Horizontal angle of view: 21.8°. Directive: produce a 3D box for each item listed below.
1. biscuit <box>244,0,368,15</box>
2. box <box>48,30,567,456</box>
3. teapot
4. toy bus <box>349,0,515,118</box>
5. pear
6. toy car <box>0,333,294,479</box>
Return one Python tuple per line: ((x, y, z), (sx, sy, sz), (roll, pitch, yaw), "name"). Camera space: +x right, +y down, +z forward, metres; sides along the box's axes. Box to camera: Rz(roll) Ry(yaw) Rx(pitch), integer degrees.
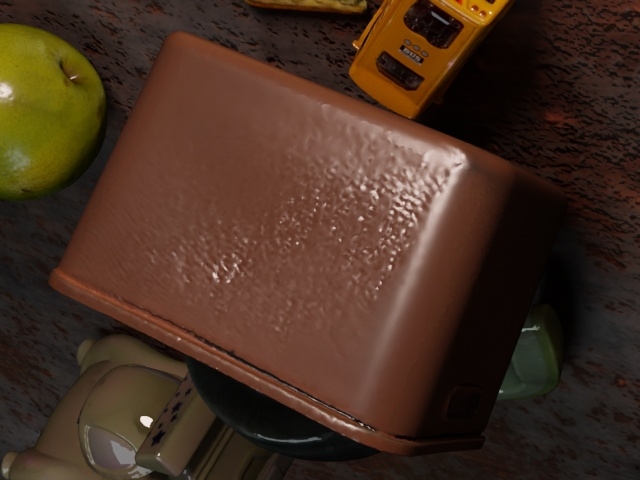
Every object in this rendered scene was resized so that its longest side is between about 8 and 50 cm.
((-0.058, -0.253, 1.281), (0.139, 0.016, 0.231), (10, 152, 37), "biscuit")
((0.000, 0.000, 1.336), (0.339, 0.229, 0.239), (24, -177, 24), "box")
((0.055, 0.085, 1.579), (0.239, 0.321, 0.239), (67, -170, 27), "teapot")
((0.079, -0.156, 1.241), (0.083, 0.088, 0.194), (34, 152, -1), "toy bus")
((-0.311, -0.108, 1.616), (0.216, 0.166, 0.180), (-38, 134, 22), "pear")
((-0.220, 0.232, 2.005), (0.336, 0.242, 0.226), (10, 146, 36), "toy car")
